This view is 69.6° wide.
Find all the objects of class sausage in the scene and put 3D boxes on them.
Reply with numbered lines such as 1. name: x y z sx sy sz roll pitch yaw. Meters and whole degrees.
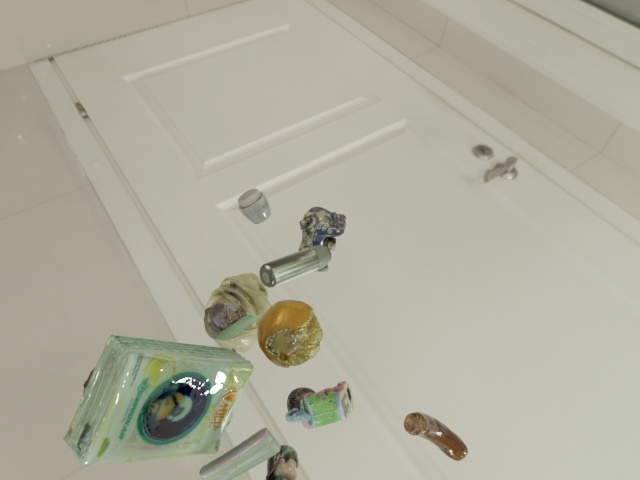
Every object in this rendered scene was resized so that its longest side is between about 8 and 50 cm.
1. sausage: 0.377 0.637 1.515 0.076 0.102 0.302 -44 122 13

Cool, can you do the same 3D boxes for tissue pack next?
1. tissue pack: -0.397 0.410 1.195 0.388 0.162 0.287 24 90 -49

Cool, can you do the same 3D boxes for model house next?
1. model house: -0.320 0.283 1.694 0.167 0.088 0.117 -39 155 18

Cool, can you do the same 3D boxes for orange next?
1. orange: -0.070 0.212 1.035 0.156 0.157 0.134 -53 172 22

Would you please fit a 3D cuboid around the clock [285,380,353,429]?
1. clock: -0.012 0.489 1.366 0.196 0.100 0.194 -14 176 14

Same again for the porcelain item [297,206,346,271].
1. porcelain item: 0.000 0.000 1.917 0.138 0.186 0.287 -75 174 -70

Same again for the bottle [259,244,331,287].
1. bottle: -0.078 0.074 1.466 0.254 0.096 0.079 -19 128 -38

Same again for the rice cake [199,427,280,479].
1. rice cake: -0.221 0.594 1.251 0.222 0.042 0.080 -31 112 1

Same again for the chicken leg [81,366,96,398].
1. chicken leg: -0.706 0.434 1.549 0.234 0.063 0.105 -42 147 -41

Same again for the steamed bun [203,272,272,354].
1. steamed bun: -0.388 0.333 2.090 0.237 0.347 0.393 18 76 -57

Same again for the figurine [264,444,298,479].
1. figurine: -0.136 0.782 1.479 0.245 0.110 0.137 -73 -179 -57

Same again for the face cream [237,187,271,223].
1. face cream: -0.205 -0.107 1.439 0.091 0.091 0.095 -36 117 -8
